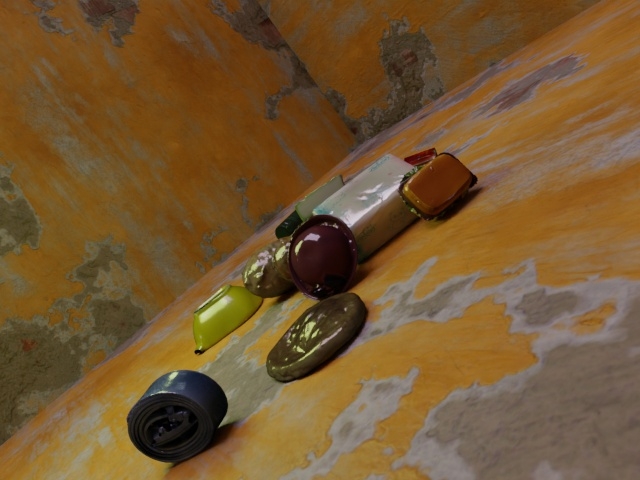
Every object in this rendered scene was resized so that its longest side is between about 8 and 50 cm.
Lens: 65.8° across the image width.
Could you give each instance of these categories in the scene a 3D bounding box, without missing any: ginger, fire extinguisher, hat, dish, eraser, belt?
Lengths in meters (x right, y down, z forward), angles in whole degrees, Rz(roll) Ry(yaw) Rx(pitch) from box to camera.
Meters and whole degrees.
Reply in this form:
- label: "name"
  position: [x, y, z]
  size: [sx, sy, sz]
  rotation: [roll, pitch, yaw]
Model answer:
- label: "ginger"
  position: [-0.081, 0.054, 1.377]
  size: [0.245, 0.155, 0.304]
  rotation: [-25, -4, -33]
- label: "fire extinguisher"
  position: [-0.078, -0.104, 2.255]
  size: [0.115, 0.095, 0.311]
  rotation: [13, 39, 25]
- label: "hat"
  position: [-0.007, 0.036, 1.139]
  size: [0.206, 0.205, 0.089]
  rotation: [-32, -26, 25]
- label: "dish"
  position: [-0.317, 0.225, 1.562]
  size: [0.262, 0.108, 0.221]
  rotation: [-38, 10, -4]
- label: "eraser"
  position: [0.008, -0.142, 1.834]
  size: [0.210, 0.092, 0.274]
  rotation: [-33, -1, -2]
- label: "belt"
  position: [-0.260, 0.315, 0.892]
  size: [0.190, 0.141, 0.082]
  rotation: [-36, 9, 23]

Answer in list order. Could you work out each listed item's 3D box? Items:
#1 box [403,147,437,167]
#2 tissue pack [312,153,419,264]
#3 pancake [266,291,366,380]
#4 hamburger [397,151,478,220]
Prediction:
- label: "box"
  position: [0.324, -0.248, 1.597]
  size: [0.112, 0.048, 0.175]
  rotation: [-17, 16, 16]
- label: "tissue pack"
  position: [0.135, -0.087, 1.275]
  size: [0.271, 0.124, 0.201]
  rotation: [-37, 37, -4]
- label: "pancake"
  position: [-0.018, 0.176, 0.953]
  size: [0.242, 0.050, 0.242]
  rotation: [-36, 10, 7]
- label: "hamburger"
  position: [0.263, -0.123, 1.131]
  size: [0.166, 0.137, 0.087]
  rotation: [-37, -21, -8]
